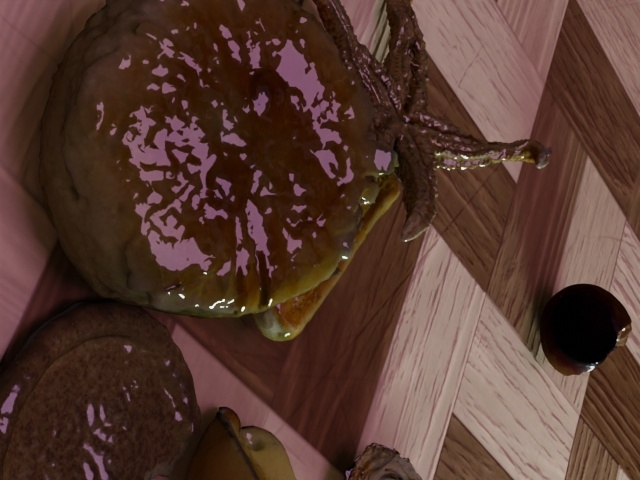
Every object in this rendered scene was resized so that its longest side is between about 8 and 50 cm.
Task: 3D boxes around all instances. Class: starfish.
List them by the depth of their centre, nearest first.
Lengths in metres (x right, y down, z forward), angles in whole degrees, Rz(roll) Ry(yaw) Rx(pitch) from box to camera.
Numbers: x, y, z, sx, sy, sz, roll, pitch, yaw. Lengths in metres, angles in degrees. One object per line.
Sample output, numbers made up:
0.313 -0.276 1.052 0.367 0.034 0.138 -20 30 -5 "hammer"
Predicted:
0.099 -0.137 1.508 0.327 0.094 0.375 18 49 -34 "starfish"

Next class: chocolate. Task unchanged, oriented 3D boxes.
0.355 0.125 1.905 0.133 0.124 0.127 79 15 -75 "chocolate"

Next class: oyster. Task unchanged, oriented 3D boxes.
0.070 0.279 1.535 0.177 0.056 0.105 29 72 -51 "oyster"

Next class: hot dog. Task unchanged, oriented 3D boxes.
0.003 0.001 1.433 0.286 0.061 0.088 -46 119 -49 "hot dog"

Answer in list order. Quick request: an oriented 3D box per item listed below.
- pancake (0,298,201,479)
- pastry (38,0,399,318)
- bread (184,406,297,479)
-0.188 0.198 1.180 0.288 0.033 0.286 -38 119 -50 "pancake"
-0.095 -0.082 1.207 0.329 0.136 0.330 3 85 -41 "pastry"
-0.059 0.281 1.285 0.133 0.252 0.174 -40 137 5 "bread"
